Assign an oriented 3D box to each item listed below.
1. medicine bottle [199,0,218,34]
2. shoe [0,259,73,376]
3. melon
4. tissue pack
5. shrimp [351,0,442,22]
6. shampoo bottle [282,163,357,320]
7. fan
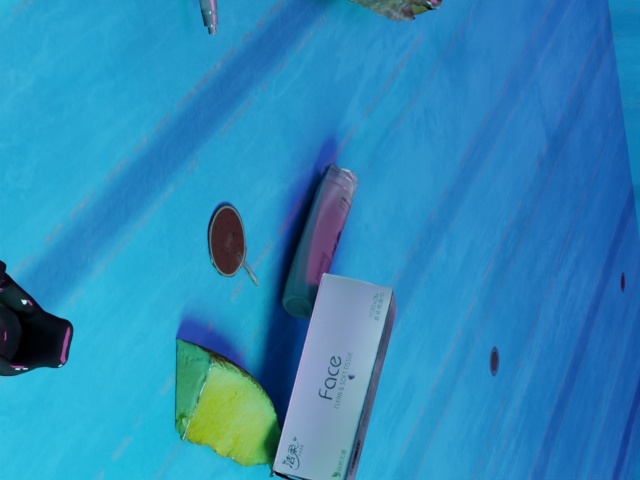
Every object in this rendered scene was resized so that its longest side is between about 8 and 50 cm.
[{"bbox_3d":[-0.130,-0.316,1.329,0.057,0.057,0.199,-39,125,-59],"label":"medicine bottle"},{"bbox_3d":[-0.278,0.044,0.956,0.227,0.112,0.099,50,47,-55],"label":"shoe"},{"bbox_3d":[-0.094,0.205,1.415,0.262,0.053,0.114,54,50,-50],"label":"melon"},{"bbox_3d":[0.020,0.178,1.521,0.148,0.092,0.246,69,35,-75],"label":"tissue pack"},{"bbox_3d":[0.052,-0.407,1.681,0.445,0.110,0.221,25,59,-58],"label":"shrimp"},{"bbox_3d":[0.000,0.000,1.608,0.072,0.049,0.212,65,35,-50],"label":"shampoo bottle"},{"bbox_3d":[-0.097,0.015,1.456,0.133,0.005,0.085,59,39,-46],"label":"fan"}]
